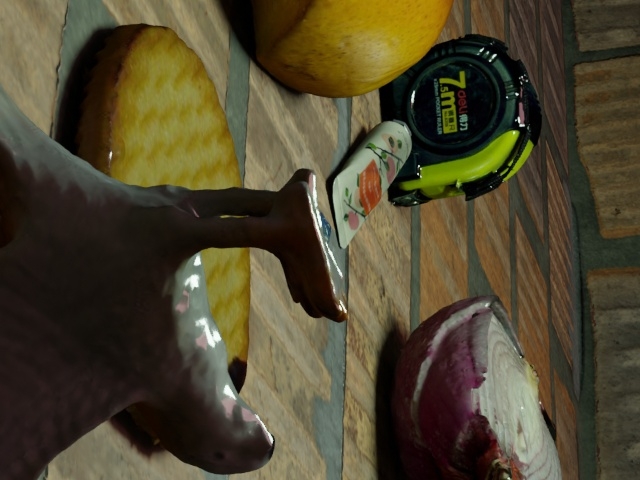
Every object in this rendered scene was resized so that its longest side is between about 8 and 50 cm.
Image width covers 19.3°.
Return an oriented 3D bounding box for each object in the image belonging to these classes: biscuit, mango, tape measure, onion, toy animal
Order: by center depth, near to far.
[{"bbox_3d":[-0.131,-0.025,0.857,0.225,0.302,0.284,-62,148,-60],"label":"toy animal"},{"bbox_3d":[-0.112,-0.003,1.384,0.318,0.040,0.317,-6,90,-76],"label":"biscuit"},{"bbox_3d":[0.021,-0.232,1.738,0.201,0.199,0.350,-59,164,-19],"label":"mango"},{"bbox_3d":[0.151,0.221,2.039,0.348,0.159,0.267,-53,123,-71],"label":"onion"},{"bbox_3d":[0.168,-0.138,2.206,0.112,0.186,0.199,24,60,-64],"label":"tape measure"}]

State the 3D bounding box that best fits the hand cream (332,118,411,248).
[{"bbox_3d":[0.052,-0.074,2.031,0.234,0.050,0.080,-55,141,-59],"label":"hand cream"}]

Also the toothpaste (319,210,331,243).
[{"bbox_3d":[0.000,0.000,1.844,0.027,0.019,0.083,55,23,-27],"label":"toothpaste"}]
